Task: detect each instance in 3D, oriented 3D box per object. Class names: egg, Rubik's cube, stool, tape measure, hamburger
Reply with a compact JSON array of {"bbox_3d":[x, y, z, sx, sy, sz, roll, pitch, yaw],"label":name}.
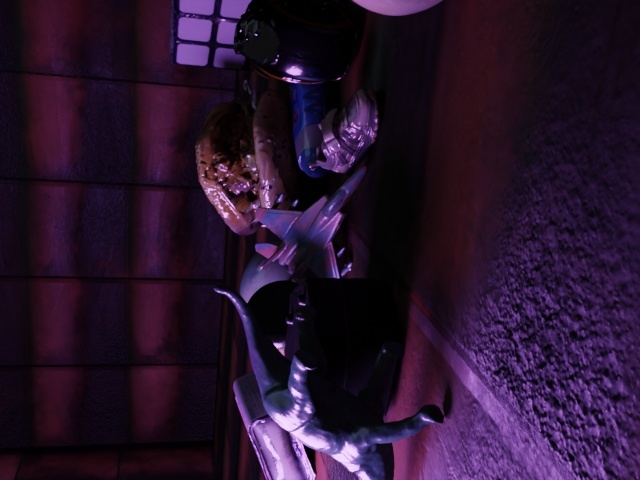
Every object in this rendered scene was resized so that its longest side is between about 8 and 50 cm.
[{"bbox_3d":[-0.086,0.104,1.430,0.169,0.169,0.237,-103,23,-46],"label":"egg"},{"bbox_3d":[-0.142,-0.590,1.425,0.344,0.337,0.345,121,150,-63],"label":"Rubik's cube"},{"bbox_3d":[0.023,0.167,1.043,0.232,0.141,0.232,-178,90,-77],"label":"stool"},{"bbox_3d":[-0.039,-0.373,1.217,0.202,0.222,0.135,-74,-2,-54],"label":"tape measure"},{"bbox_3d":[-0.140,-0.175,1.470,0.277,0.195,0.318,54,-147,-70],"label":"hamburger"}]

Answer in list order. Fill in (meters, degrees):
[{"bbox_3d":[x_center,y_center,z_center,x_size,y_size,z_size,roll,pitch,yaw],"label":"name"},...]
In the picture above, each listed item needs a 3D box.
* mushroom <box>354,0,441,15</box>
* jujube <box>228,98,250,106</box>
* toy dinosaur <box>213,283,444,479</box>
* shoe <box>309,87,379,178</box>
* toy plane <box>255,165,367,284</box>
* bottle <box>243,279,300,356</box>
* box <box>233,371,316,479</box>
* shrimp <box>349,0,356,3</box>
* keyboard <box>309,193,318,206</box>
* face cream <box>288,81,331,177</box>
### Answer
[{"bbox_3d":[0.078,-0.402,0.779,0.234,0.260,0.254,-49,12,7],"label":"mushroom"},{"bbox_3d":[-0.174,-0.209,1.762,0.246,0.215,0.308,-157,68,-76],"label":"jujube"},{"bbox_3d":[-0.020,0.268,0.917,0.331,0.383,0.129,-65,-4,28],"label":"toy dinosaur"},{"bbox_3d":[0.038,-0.181,1.134,0.180,0.092,0.089,107,160,-47],"label":"shoe"},{"bbox_3d":[0.001,-0.029,1.221,0.326,0.223,0.104,-49,-7,34],"label":"toy plane"},{"bbox_3d":[-0.044,0.196,1.272,0.271,0.143,0.156,70,-144,-55],"label":"bottle"},{"bbox_3d":[-0.116,0.437,1.581,0.369,0.112,0.190,-166,54,-75],"label":"box"},{"bbox_3d":[0.047,-0.545,1.195,0.168,0.077,0.317,104,159,-50],"label":"shrimp"},{"bbox_3d":[0.001,0.000,1.422,0.231,0.023,0.072,-102,12,-45],"label":"keyboard"},{"bbox_3d":[-0.017,-0.247,1.390,0.149,0.083,0.264,88,176,-61],"label":"face cream"}]
